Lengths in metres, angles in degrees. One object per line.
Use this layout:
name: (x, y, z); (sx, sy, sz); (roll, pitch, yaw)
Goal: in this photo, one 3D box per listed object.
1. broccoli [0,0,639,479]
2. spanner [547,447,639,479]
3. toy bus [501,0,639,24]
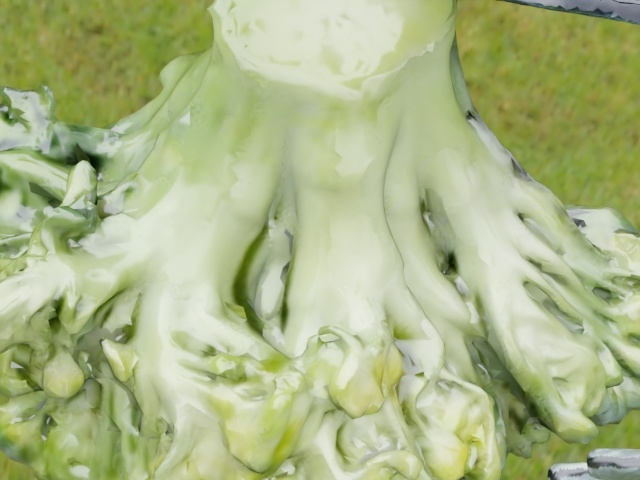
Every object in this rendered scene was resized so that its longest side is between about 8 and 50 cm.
broccoli: (0.000, 0.000, 0.673); (0.288, 0.245, 0.248); (-27, 59, -24)
spanner: (0.219, 0.104, 0.655); (0.302, 0.071, 0.017); (12, 70, -25)
toy bus: (0.112, -0.208, 0.536); (0.128, 0.262, 0.150); (9, 22, -9)
